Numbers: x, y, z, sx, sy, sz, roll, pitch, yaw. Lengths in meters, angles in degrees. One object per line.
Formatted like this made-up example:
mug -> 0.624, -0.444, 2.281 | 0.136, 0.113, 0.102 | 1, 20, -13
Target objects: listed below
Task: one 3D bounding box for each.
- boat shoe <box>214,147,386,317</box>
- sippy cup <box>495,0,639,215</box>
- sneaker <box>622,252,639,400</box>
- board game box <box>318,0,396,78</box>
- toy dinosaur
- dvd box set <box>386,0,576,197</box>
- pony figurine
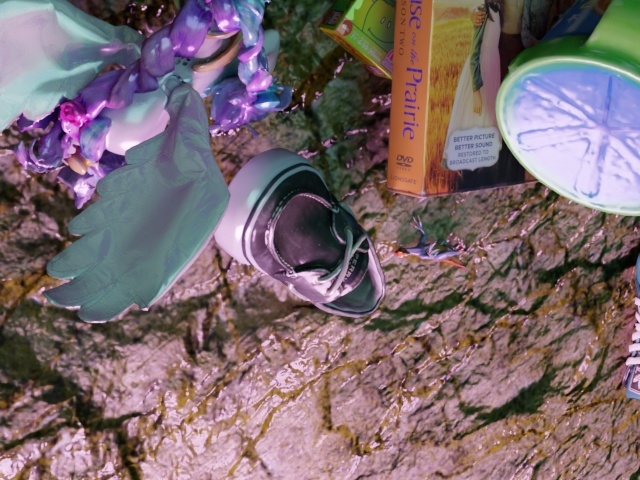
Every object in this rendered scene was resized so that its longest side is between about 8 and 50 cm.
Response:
boat shoe -> 0.000, 0.000, 1.358 | 0.121, 0.119, 0.335 | -57, 160, 0
sippy cup -> 0.337, -0.183, 1.441 | 0.240, 0.305, 0.224 | 41, 59, -13
sneaker -> 0.445, 0.146, 1.715 | 0.121, 0.108, 0.302 | -30, 115, -21
board game box -> 0.089, -0.279, 1.474 | 0.092, 0.043, 0.181 | 36, 86, -28
toy dinosaur -> 0.129, 0.017, 1.571 | 0.082, 0.047, 0.090 | -17, 121, -2
dvd box set -> 0.208, -0.269, 1.480 | 0.307, 0.062, 0.421 | -8, 107, -42
pony figurine -> -0.168, -0.125, 1.205 | 0.351, 0.363, 0.303 | -43, 90, -10
